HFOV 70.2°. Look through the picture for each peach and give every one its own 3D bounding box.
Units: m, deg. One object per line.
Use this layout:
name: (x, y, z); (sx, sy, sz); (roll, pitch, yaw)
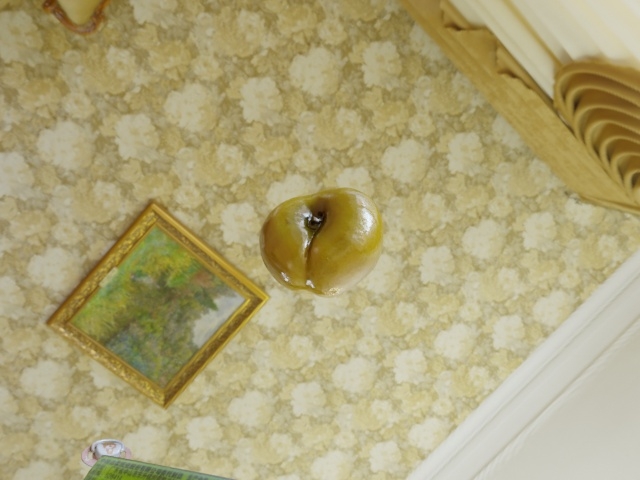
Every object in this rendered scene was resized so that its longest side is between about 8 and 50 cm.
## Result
peach: (0.000, 0.000, 0.631); (0.179, 0.103, 0.179); (-13, -135, 13)

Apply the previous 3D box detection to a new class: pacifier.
pacifier: (-0.460, 0.470, 0.973); (0.081, 0.099, 0.078); (28, -75, 63)

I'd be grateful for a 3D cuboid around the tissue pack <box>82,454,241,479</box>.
tissue pack: (-0.210, 0.531, 0.809); (0.394, 0.288, 0.124); (2, -147, 17)
